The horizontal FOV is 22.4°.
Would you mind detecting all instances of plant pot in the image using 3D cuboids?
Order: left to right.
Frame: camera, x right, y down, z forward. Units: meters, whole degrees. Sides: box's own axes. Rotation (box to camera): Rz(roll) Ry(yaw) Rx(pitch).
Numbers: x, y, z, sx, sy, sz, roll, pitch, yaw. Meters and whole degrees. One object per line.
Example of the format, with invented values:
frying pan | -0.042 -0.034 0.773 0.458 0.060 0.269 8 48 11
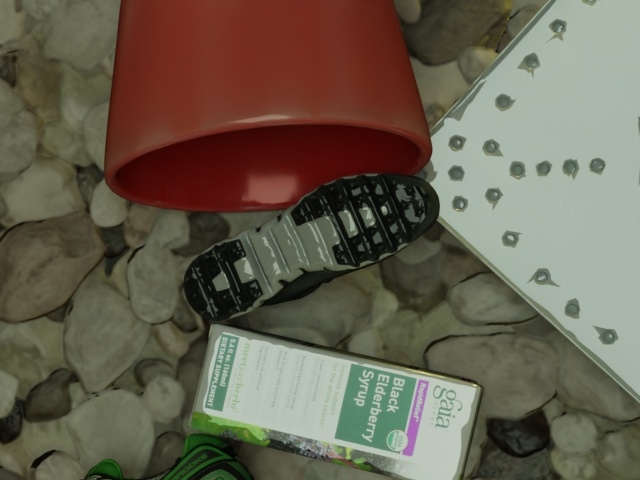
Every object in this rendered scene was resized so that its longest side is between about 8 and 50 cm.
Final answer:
plant pot | -0.054 -0.171 1.352 0.275 0.275 0.243 -7 78 5

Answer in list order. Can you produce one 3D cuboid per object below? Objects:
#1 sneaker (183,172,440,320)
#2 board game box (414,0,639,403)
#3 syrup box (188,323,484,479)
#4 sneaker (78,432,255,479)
sneaker | 0.000 0.000 1.397 0.234 0.106 0.078 -24 85 18
board game box | 0.335 -0.068 1.403 0.390 0.050 0.390 42 91 5
syrup box | 0.016 0.142 1.398 0.237 0.096 0.093 13 88 7
sneaker | -0.200 0.283 1.412 0.344 0.134 0.146 -24 60 7
